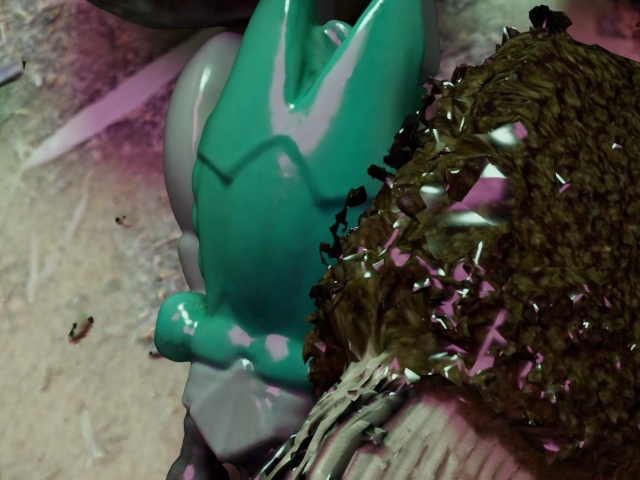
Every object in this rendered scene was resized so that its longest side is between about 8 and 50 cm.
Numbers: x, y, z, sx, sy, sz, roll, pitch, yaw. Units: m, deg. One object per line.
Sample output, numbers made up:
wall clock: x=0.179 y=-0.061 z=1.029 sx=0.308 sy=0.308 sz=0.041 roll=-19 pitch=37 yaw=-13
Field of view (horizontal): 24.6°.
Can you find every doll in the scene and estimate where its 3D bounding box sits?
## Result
doll: x=-0.017 y=-0.012 z=0.717 sx=0.195 sy=0.153 sz=0.258 roll=42 pitch=99 yaw=8

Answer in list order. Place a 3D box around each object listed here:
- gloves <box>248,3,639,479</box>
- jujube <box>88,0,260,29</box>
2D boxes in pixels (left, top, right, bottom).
gloves: x=0.093 y=0.040 z=0.575 sx=0.210 sy=0.135 sz=0.312 roll=31 pitch=63 yaw=-15
jujube: x=-0.051 y=-0.258 z=0.784 sx=0.246 sy=0.215 sz=0.308 roll=22 pitch=73 yaw=-3
